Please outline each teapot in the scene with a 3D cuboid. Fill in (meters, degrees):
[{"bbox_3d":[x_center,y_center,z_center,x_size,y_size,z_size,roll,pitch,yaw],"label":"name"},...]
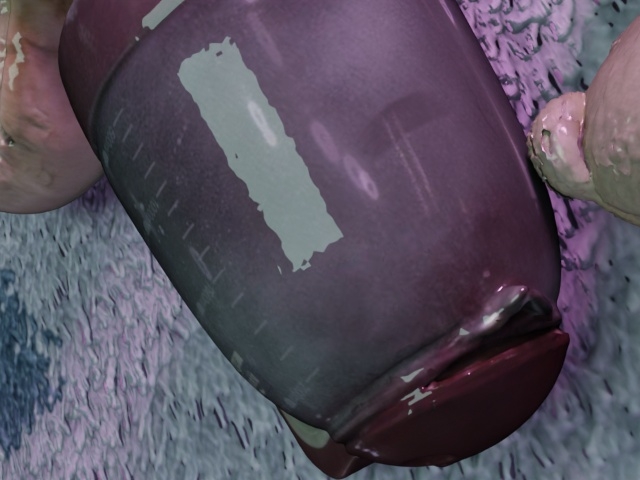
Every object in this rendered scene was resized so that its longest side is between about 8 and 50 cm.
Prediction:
[{"bbox_3d":[0.000,0.000,0.523,0.312,0.233,0.315,62,150,18],"label":"teapot"}]

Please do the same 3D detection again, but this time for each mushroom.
[{"bbox_3d":[-0.292,-0.153,0.732,0.254,0.234,0.260,-38,65,33],"label":"mushroom"}]

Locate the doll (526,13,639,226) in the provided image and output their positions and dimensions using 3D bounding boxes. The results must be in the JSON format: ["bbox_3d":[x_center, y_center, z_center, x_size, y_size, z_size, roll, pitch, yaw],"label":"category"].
[{"bbox_3d":[0.242,-0.018,0.371,0.175,0.149,0.278,-36,72,-17],"label":"doll"}]
